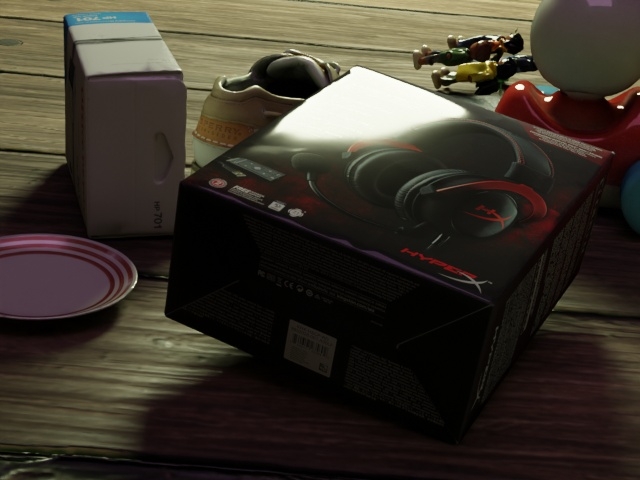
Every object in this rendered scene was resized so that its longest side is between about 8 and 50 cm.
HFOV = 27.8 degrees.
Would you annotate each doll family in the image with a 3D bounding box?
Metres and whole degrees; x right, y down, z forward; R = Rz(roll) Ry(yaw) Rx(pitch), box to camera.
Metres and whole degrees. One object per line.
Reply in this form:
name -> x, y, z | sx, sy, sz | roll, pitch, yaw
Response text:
doll family -> 0.200, -0.209, 1.505 | 0.111, 0.076, 0.193 | -2, 19, 38

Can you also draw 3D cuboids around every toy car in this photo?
toy car -> 0.267, -0.153, 1.179 | 0.210, 0.238, 0.219 | 9, 23, 7

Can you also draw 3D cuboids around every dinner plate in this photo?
dinner plate -> -0.202, 0.029, 0.923 | 0.141, 0.017, 0.141 | 4, 22, -2

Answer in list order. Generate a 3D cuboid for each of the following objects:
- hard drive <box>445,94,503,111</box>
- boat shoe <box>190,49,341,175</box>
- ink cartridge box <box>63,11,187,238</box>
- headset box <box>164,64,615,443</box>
hard drive -> 0.162, -0.134, 1.387 | 0.135, 0.022, 0.094 | -1, 24, -16
boat shoe -> -0.015, -0.123, 1.216 | 0.113, 0.103, 0.302 | 15, 24, 21
ink cartridge box -> -0.167, -0.101, 1.082 | 0.082, 0.140, 0.191 | -2, 24, -14
headset box -> 0.062, -0.013, 0.905 | 0.218, 0.110, 0.293 | 22, 32, 19
